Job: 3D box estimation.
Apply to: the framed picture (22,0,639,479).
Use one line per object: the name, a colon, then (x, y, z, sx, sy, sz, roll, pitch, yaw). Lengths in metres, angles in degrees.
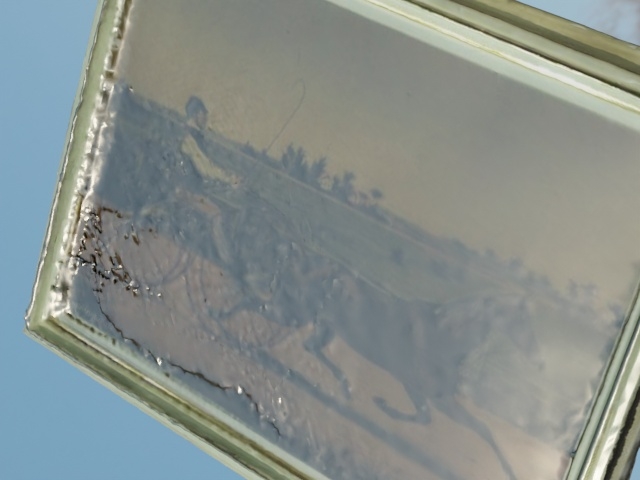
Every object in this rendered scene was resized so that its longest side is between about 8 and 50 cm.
framed picture: (0.000, 0.000, 0.504, 0.252, 0.197, 0.014, 28, -158, 30)
